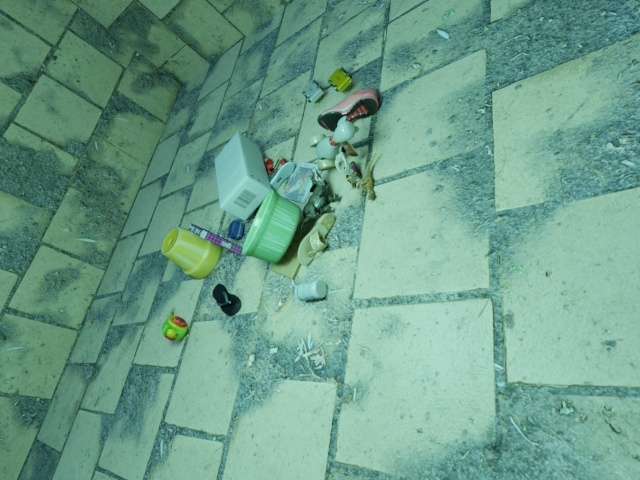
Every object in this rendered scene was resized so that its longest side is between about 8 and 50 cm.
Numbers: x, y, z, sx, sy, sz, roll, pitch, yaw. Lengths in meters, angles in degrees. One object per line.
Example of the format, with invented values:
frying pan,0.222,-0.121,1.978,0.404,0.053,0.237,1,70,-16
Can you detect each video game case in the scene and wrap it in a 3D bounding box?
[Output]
video game case,-0.516,-0.004,2.009,0.210,0.232,0.042,20,82,49
video game case,-0.088,-0.280,1.924,0.183,0.023,0.201,21,81,49

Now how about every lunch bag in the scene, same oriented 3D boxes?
lunch bag,-0.436,-0.054,2.091,0.067,0.065,0.098,-32,45,48

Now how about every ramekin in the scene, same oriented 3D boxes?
ramekin,-0.205,-0.050,1.721,0.303,0.148,0.303,-58,16,27

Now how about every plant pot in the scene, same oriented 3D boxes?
plant pot,-0.699,0.049,2.151,0.254,0.239,0.254,-25,49,33

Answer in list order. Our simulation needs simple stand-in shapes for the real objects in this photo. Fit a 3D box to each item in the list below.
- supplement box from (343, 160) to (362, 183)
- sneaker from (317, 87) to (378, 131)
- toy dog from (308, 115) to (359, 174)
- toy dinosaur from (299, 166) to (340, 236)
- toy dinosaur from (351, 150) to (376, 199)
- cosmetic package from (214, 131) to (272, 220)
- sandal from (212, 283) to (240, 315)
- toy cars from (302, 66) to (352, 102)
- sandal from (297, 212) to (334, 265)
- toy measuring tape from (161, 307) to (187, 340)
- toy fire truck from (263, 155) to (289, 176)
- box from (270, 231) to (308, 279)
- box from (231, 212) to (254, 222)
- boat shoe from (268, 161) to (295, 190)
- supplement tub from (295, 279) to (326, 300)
supplement box,0.136,-0.283,1.689,0.055,0.043,0.083,-34,44,26
sneaker,0.132,-0.608,1.876,0.314,0.116,0.136,-13,46,31
toy dog,0.084,-0.405,1.700,0.161,0.220,0.334,-19,20,-24
toy dinosaur,-0.015,-0.154,1.726,0.160,0.121,0.313,5,79,64
toy dinosaur,0.183,-0.243,1.617,0.112,0.064,0.211,-10,66,20
cosmetic package,-0.416,-0.345,2.121,0.230,0.161,0.453,-43,42,22
sandal,-0.458,0.277,1.904,0.254,0.054,0.097,23,82,49
toy cars,0.042,-0.780,2.081,0.394,0.087,0.176,1,61,49
sandal,-0.004,-0.003,1.612,0.079,0.088,0.240,17,72,55
toy measuring tape,-0.742,0.432,2.077,0.121,0.121,0.330,-58,18,-2
toy fire truck,-0.242,-0.403,2.139,0.135,0.047,0.192,-45,41,13
box,-0.125,0.057,1.743,0.164,0.021,0.201,15,77,49
box,-0.400,-0.194,2.167,0.145,0.038,0.186,-15,54,38
boat shoe,-0.209,-0.340,2.051,0.183,0.065,0.083,-46,42,13
supplement tub,-0.037,0.190,1.531,0.107,0.071,0.071,-15,55,39
